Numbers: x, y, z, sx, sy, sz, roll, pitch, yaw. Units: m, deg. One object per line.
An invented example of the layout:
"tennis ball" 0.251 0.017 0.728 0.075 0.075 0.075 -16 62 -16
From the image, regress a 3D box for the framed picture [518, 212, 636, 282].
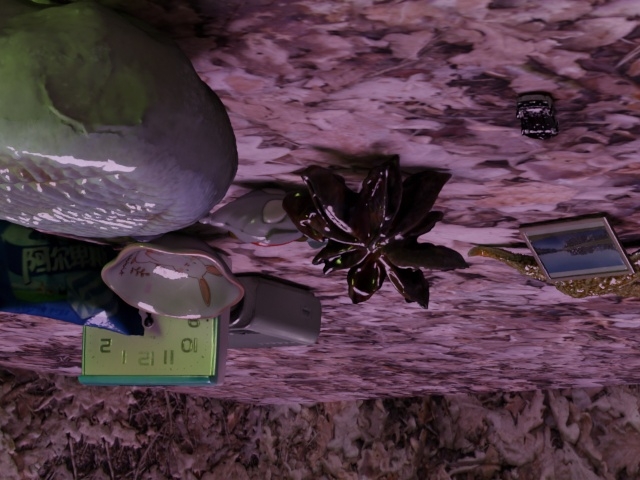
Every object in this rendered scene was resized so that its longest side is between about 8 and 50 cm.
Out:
"framed picture" 0.373 0.013 1.949 0.149 0.011 0.109 -9 124 42

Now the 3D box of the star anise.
"star anise" 0.071 -0.012 1.717 0.212 0.129 0.283 -27 119 30

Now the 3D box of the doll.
"doll" -0.054 -0.030 1.832 0.227 0.102 0.075 3 123 -5

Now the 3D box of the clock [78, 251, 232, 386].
"clock" -0.275 0.137 2.300 0.262 0.231 0.116 -3 170 23

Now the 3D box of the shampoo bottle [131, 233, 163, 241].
"shampoo bottle" -0.251 -0.043 1.907 0.087 0.049 0.234 7 167 -7

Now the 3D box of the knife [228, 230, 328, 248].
"knife" 0.001 0.000 1.979 0.061 0.027 0.343 7 -178 42

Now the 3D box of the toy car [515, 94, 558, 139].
"toy car" 0.236 -0.134 1.454 0.041 0.025 0.093 1 164 15

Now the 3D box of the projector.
"projector" -0.154 0.137 2.539 0.250 0.108 0.198 -6 165 39

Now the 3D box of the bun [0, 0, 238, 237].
"bun" -0.236 -0.120 1.256 0.354 0.194 0.354 6 168 1

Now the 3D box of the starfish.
"starfish" 0.441 0.050 2.100 0.357 0.078 0.347 15 158 -32

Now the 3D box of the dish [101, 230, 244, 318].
"dish" -0.232 0.039 2.136 0.229 0.081 0.229 5 147 3

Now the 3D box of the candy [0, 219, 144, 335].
"candy" -0.420 0.055 2.122 0.077 0.187 0.331 -38 146 28
